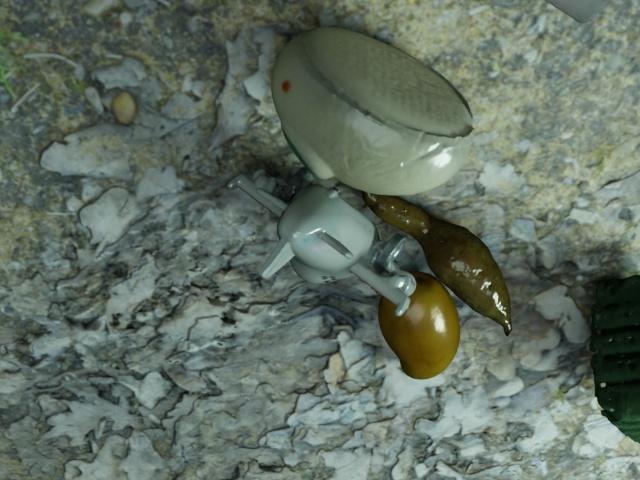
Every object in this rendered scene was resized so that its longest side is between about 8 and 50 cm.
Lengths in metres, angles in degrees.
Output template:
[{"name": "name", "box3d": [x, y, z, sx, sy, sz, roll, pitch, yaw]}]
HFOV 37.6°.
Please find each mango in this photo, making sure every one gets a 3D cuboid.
[{"name": "mango", "box3d": [0.131, 0.119, 1.224, 0.102, 0.085, 0.184, -10, 128, 7]}]

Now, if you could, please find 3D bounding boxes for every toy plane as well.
[{"name": "toy plane", "box3d": [0.002, -0.003, 1.065, 0.252, 0.252, 0.118, 33, 96, -19]}]

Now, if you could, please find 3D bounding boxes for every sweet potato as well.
[{"name": "sweet potato", "box3d": [0.159, 0.011, 1.167, 0.269, 0.075, 0.075, 42, 113, -13]}]

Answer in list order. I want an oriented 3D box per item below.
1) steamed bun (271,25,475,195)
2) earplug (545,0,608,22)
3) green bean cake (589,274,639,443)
[{"name": "steamed bun", "box3d": [0.048, -0.130, 1.013, 0.228, 0.177, 0.131, 22, 127, -16]}, {"name": "earplug", "box3d": [0.146, -0.339, 0.905, 0.301, 0.172, 0.172, 18, 120, -3]}, {"name": "green bean cake", "box3d": [0.432, 0.165, 1.231, 0.107, 0.193, 0.208, -16, 147, 30]}]
